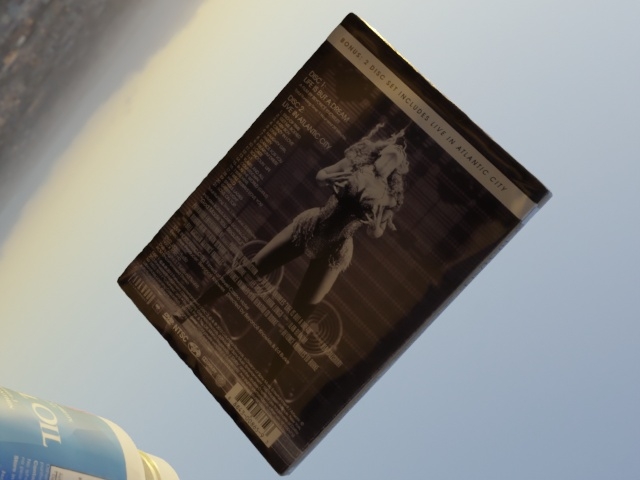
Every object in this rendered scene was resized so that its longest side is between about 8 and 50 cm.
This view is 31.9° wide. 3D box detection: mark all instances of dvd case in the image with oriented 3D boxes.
[{"bbox_3d":[0.000,0.000,0.651,0.221,0.164,0.018,-48,157,10],"label":"dvd case"}]

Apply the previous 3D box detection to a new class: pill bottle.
[{"bbox_3d":[-0.197,0.168,0.749,0.124,0.221,0.124,-14,-117,29],"label":"pill bottle"}]
